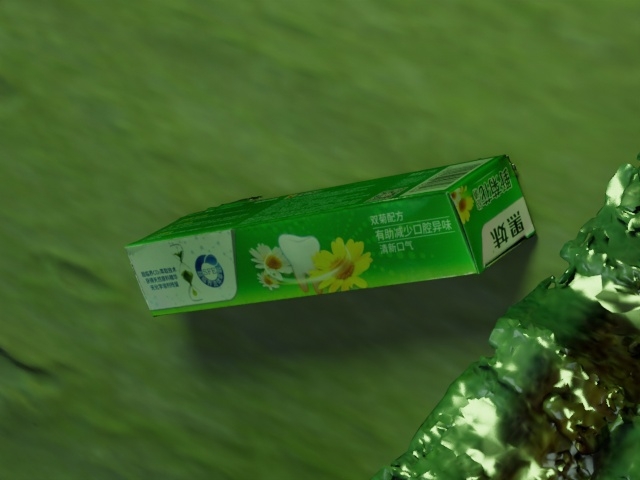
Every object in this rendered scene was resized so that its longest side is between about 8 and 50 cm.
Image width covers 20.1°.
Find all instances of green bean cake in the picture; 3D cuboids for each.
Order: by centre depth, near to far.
[{"bbox_3d":[0.080,0.086,0.589,0.107,0.208,0.193,38,133,14],"label":"green bean cake"}]

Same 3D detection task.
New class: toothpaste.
[{"bbox_3d":[0.000,0.000,0.721,0.178,0.043,0.037,-9,108,41],"label":"toothpaste"}]
